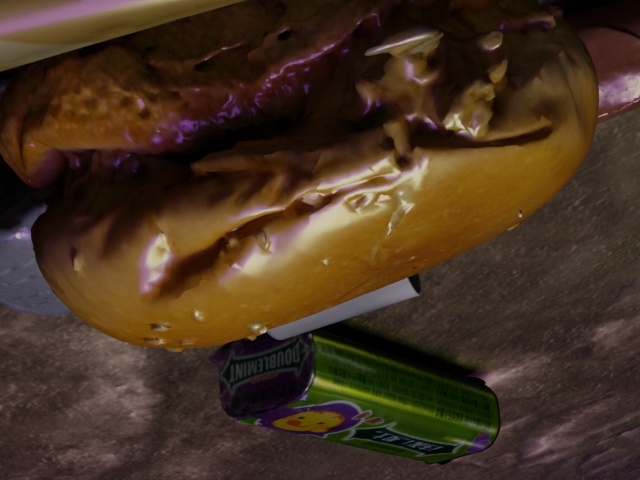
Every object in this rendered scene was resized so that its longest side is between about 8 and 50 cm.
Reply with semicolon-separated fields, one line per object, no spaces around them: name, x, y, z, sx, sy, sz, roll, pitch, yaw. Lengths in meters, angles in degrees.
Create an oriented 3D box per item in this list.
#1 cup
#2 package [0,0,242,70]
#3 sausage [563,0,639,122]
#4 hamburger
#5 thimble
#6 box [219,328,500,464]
cup;0.003;0.001;0.838;0.133;0.136;0.099;-20;-178;13
package;-0.032;-0.207;0.405;0.311;0.221;0.165;-14;128;3
sausage;0.129;-0.106;0.704;0.432;0.088;0.088;-14;149;4
hamburger;-0.007;-0.055;0.518;0.289;0.170;0.314;-22;-173;6
thimble;-0.189;-0.027;0.673;0.151;0.127;0.118;-13;151;17
box;0.056;0.174;1.117;0.134;0.097;0.345;-25;148;35
